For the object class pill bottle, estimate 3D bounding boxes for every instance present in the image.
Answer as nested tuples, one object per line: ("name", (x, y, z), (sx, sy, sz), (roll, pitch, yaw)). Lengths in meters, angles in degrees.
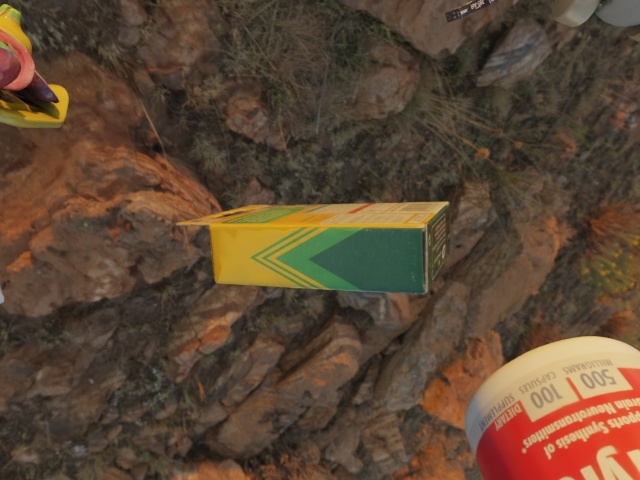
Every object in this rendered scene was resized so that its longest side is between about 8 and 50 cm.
("pill bottle", (0.308, 0.306, 0.432), (0.229, 0.407, 0.228), (-5, 126, -6))

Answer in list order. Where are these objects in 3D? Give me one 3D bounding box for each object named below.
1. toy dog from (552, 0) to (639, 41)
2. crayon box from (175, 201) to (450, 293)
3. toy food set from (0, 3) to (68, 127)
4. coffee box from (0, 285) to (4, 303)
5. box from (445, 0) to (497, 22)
("toy dog", (0.450, -0.367, 0.591), (0.220, 0.334, 0.160), (12, 95, -24))
("crayon box", (0.000, 0.000, 0.660), (0.203, 0.323, 0.083), (-28, 117, -65))
("toy food set", (-0.232, -0.135, 0.313), (0.128, 0.218, 0.071), (31, 96, -17))
("coffee box", (-0.829, -0.024, 0.832), (0.335, 0.338, 0.337), (-23, 155, -19))
("box", (0.265, -0.413, 0.856), (0.067, 0.083, 0.018), (-24, 109, 5))
